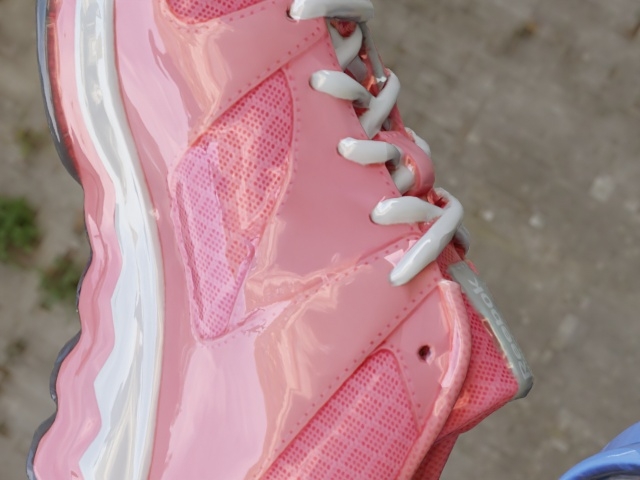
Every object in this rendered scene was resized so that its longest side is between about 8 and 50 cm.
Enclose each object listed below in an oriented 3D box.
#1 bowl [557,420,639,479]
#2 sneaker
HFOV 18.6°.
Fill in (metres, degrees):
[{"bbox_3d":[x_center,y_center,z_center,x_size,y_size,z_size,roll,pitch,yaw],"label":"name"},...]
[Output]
[{"bbox_3d":[0.211,0.265,0.905,0.077,0.391,0.391,-14,-34,-24],"label":"bowl"},{"bbox_3d":[0.000,0.000,0.564,0.116,0.136,0.314,-16,-69,-68],"label":"sneaker"}]
